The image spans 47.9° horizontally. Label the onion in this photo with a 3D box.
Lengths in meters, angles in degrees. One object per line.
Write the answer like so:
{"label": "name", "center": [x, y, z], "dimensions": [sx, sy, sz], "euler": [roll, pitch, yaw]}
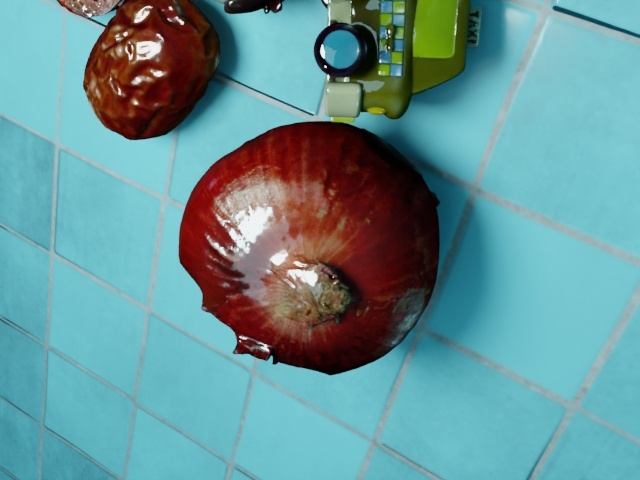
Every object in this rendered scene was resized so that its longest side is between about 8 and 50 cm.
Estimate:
{"label": "onion", "center": [0.003, 0.001, 0.962], "dimensions": [0.342, 0.341, 0.341], "euler": [12, 117, 25]}

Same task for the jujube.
{"label": "jujube", "center": [-0.254, -0.257, 1.079], "dimensions": [0.174, 0.174, 0.250], "euler": [49, 137, 2]}

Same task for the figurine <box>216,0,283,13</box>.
{"label": "figurine", "center": [-0.164, -0.430, 0.905], "dimensions": [0.370, 0.281, 0.167], "euler": [39, 96, -14]}

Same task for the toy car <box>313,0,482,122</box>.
{"label": "toy car", "center": [0.094, -0.268, 0.872], "dimensions": [0.198, 0.204, 0.247], "euler": [1, 102, 2]}

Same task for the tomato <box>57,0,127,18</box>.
{"label": "tomato", "center": [-0.334, -0.453, 1.083], "dimensions": [0.225, 0.085, 0.224], "euler": [10, 113, 24]}
